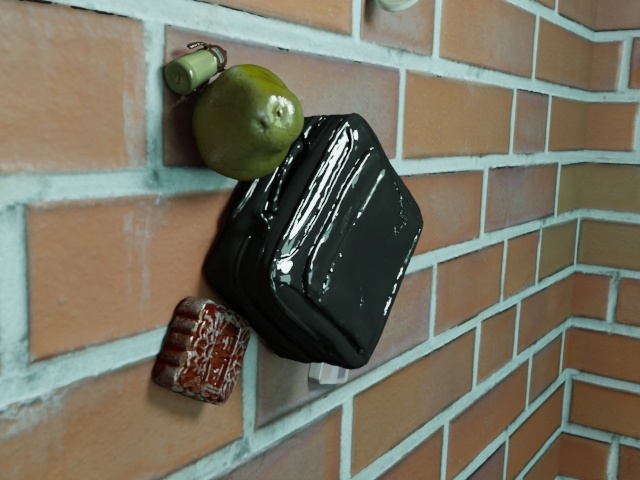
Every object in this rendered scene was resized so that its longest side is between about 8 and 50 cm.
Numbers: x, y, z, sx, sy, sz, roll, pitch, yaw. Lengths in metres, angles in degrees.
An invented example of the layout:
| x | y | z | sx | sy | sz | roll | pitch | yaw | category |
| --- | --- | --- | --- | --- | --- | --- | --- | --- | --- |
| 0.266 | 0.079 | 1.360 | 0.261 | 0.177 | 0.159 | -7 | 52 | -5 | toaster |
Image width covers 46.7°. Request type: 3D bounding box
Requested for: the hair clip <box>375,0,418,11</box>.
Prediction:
| x | y | z | sx | sy | sz | roll | pitch | yaw | category |
| --- | --- | --- | --- | --- | --- | --- | --- | --- | --- |
| 0.168 | -0.555 | 1.348 | 0.113 | 0.173 | 0.281 | -22 | 126 | -63 | hair clip |

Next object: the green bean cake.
| x | y | z | sx | sy | sz | roll | pitch | yaw | category |
| --- | --- | --- | --- | --- | --- | --- | --- | --- | --- |
| -0.161 | 0.159 | 1.056 | 0.136 | 0.056 | 0.135 | 40 | 62 | -53 | green bean cake |

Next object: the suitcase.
| x | y | z | sx | sy | sz | roll | pitch | yaw | category |
| --- | --- | --- | --- | --- | --- | --- | --- | --- | --- |
| 0.000 | 0.000 | 1.183 | 0.339 | 0.188 | 0.345 | 51 | 56 | -42 | suitcase |

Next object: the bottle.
| x | y | z | sx | sy | sz | roll | pitch | yaw | category |
| --- | --- | --- | --- | --- | --- | --- | --- | --- | --- |
| -0.162 | -0.231 | 0.990 | 0.063 | 0.047 | 0.101 | -51 | 178 | 42 | bottle |

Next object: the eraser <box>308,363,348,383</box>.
| x | y | z | sx | sy | sz | roll | pitch | yaw | category |
| --- | --- | --- | --- | --- | --- | --- | --- | --- | --- |
| 0.019 | 0.233 | 1.382 | 0.105 | 0.026 | 0.064 | 18 | 84 | -57 | eraser |

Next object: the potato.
| x | y | z | sx | sy | sz | roll | pitch | yaw | category |
| --- | --- | --- | --- | --- | --- | --- | --- | --- | --- |
| -0.091 | -0.156 | 0.984 | 0.157 | 0.194 | 0.157 | -2 | 94 | -26 | potato |
